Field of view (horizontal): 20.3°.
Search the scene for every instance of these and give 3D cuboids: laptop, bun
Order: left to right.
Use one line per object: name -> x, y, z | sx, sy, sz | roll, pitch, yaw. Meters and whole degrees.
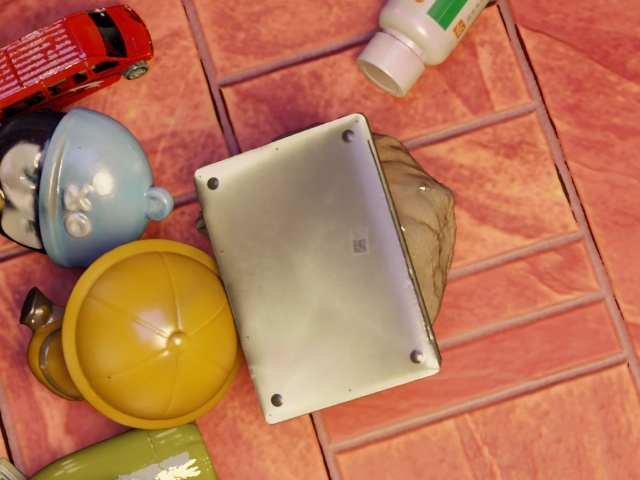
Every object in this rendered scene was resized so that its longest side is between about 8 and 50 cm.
laptop -> -0.006, 0.027, 1.748 | 0.187, 0.015, 0.269 | -19, 81, 12
bun -> 0.016, -0.002, 1.855 | 0.281, 0.205, 0.282 | 0, 74, 1

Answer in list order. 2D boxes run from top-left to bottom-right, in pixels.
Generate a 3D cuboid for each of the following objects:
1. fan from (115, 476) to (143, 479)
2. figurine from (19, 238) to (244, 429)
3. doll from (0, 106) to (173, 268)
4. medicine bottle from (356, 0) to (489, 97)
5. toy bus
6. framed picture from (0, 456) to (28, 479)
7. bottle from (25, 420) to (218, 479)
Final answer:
fan -> -0.249, 0.285, 1.762 | 0.191, 0.329, 0.009 | -46, 37, 12
figurine -> -0.195, 0.107, 1.825 | 0.192, 0.256, 0.167 | 40, 51, -24
doll -> -0.305, -0.061, 1.920 | 0.314, 0.141, 0.177 | 8, 115, 14
medicine bottle -> 0.141, -0.279, 1.980 | 0.095, 0.095, 0.260 | 34, 78, 11
toy bus -> -0.283, -0.201, 1.986 | 0.195, 0.089, 0.081 | -26, 75, -4
framed picture -> -0.350, 0.394, 1.866 | 0.216, 0.016, 0.273 | 39, 80, 12
bottle -> -0.236, 0.269, 1.835 | 0.260, 0.112, 0.112 | -21, 75, -7
